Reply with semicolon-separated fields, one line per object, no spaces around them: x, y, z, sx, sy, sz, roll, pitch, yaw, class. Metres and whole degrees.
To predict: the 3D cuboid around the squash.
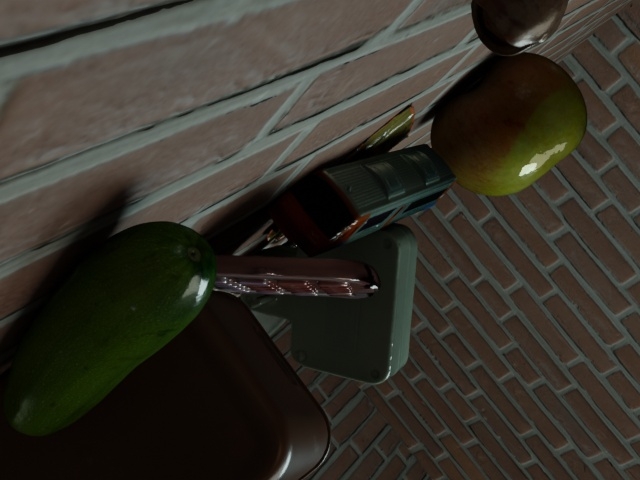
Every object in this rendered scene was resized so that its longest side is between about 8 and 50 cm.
-0.162;0.065;0.567;0.292;0.082;0.082;-40;177;41;squash

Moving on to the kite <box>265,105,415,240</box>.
0.040;-0.097;1.164;0.327;0.013;0.377;-37;175;-39;kite

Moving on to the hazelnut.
0.162;-0.194;0.637;0.086;0.086;0.086;-39;176;-3;hazelnut

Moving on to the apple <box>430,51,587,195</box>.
0.301;-0.182;1.263;0.261;0.194;0.261;-40;177;-3;apple

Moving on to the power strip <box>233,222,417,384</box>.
-0.002;0.079;1.165;0.261;0.230;0.141;10;-166;27;power strip

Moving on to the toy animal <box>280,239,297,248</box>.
0.000;0.000;1.327;0.148;0.084;0.232;-45;-179;-33;toy animal

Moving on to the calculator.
-0.039;0.041;0.922;0.220;0.048;0.330;3;175;5;calculator

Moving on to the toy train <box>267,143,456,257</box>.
0.075;-0.067;1.062;0.089;0.086;0.409;-45;168;28;toy train

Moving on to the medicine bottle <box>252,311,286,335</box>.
-0.245;0.265;1.908;0.282;0.123;0.375;-38;176;-46;medicine bottle

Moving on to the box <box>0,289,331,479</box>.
-0.186;0.213;0.770;0.339;0.239;0.229;-37;167;-2;box
